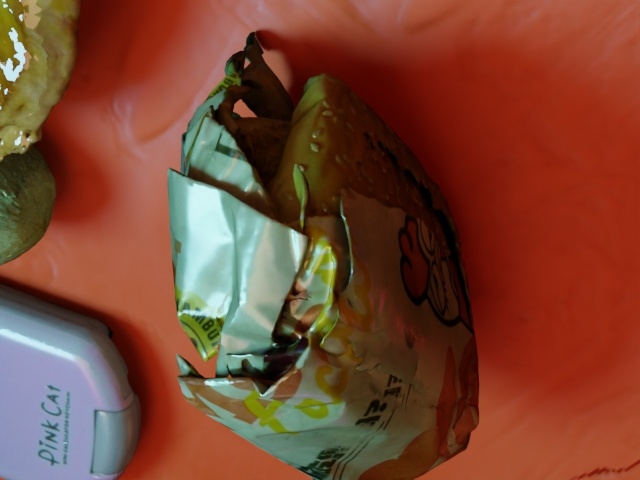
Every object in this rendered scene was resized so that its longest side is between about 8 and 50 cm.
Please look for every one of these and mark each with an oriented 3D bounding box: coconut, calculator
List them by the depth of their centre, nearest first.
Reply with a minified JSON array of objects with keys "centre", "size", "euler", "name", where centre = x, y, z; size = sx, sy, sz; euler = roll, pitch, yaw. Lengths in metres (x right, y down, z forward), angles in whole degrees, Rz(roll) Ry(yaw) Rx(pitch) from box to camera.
[{"centre":[-0.202,-0.027,0.862],"size":[0.096,0.088,0.087],"euler":[12,123,8],"name":"coconut"},{"centre":[-0.227,0.083,0.966],"size":[0.246,0.045,0.141],"euler":[20,125,13],"name":"calculator"}]

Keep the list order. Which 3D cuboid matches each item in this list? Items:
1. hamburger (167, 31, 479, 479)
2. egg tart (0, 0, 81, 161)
[{"centre":[-0.002,-0.002,0.741],"size":[0.125,0.235,0.214],"euler":[-9,146,14],"name":"hamburger"},{"centre":[-0.221,-0.151,0.784],"size":[0.241,0.106,0.241],"euler":[9,120,17],"name":"egg tart"}]
